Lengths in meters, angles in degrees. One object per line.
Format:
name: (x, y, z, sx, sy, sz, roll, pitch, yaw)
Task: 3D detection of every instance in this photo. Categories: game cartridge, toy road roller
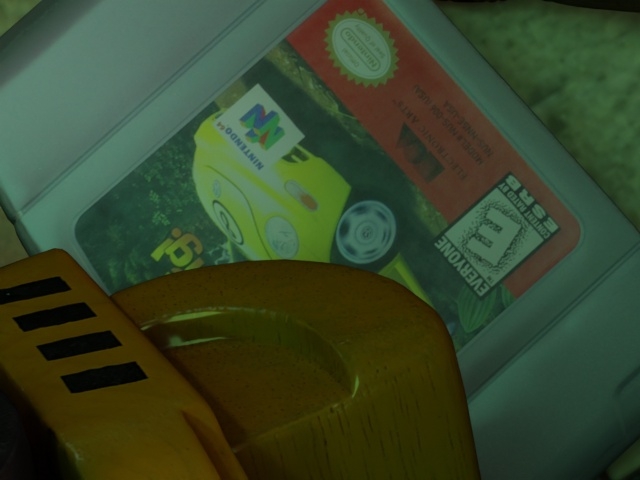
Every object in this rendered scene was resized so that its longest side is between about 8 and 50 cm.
game cartridge: (0.000, 0.000, 0.798, 0.196, 0.060, 0.294, -43, 91, -1)
toy road roller: (-0.086, 0.092, 0.699, 0.241, 0.329, 0.202, -20, 118, -18)

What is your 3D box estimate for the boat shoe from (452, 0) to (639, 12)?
boat shoe: (0.076, -0.148, 0.829, 0.224, 0.080, 0.073, 13, 62, 29)
